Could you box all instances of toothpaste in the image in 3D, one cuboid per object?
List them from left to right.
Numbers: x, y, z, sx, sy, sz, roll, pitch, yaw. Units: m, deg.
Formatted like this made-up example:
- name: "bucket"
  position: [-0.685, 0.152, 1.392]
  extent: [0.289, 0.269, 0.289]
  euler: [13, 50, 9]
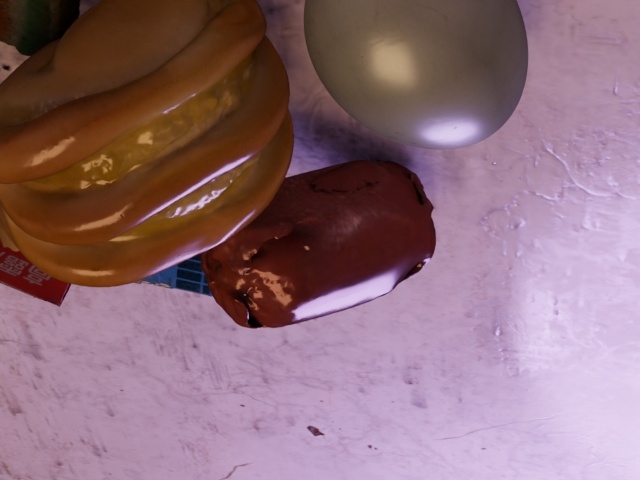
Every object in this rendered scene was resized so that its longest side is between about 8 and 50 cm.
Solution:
- name: "toothpaste"
  position: [-0.444, -0.011, 2.179]
  extent: [0.320, 0.066, 0.076]
  euler: [24, 175, -23]

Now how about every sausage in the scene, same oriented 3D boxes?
- name: "sausage"
  position: [0.000, 0.000, 1.913]
  extent: [0.280, 0.152, 0.152]
  euler: [-18, 169, -38]

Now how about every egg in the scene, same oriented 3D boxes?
- name: "egg"
  position: [0.090, -0.175, 1.639]
  extent: [0.183, 0.183, 0.264]
  euler: [-7, 153, 28]

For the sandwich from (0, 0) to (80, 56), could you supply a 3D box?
- name: "sandwich"
  position: [-0.301, -0.276, 1.668]
  extent: [0.212, 0.109, 0.292]
  euler: [17, 150, -11]

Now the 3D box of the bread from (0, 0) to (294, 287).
- name: "bread"
  position: [-0.159, -0.098, 1.726]
  extent: [0.211, 0.316, 0.270]
  euler: [49, 158, 19]

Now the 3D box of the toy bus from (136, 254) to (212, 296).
- name: "toy bus"
  position: [-0.143, -0.043, 2.005]
  extent: [0.133, 0.116, 0.234]
  euler: [14, 151, 0]
